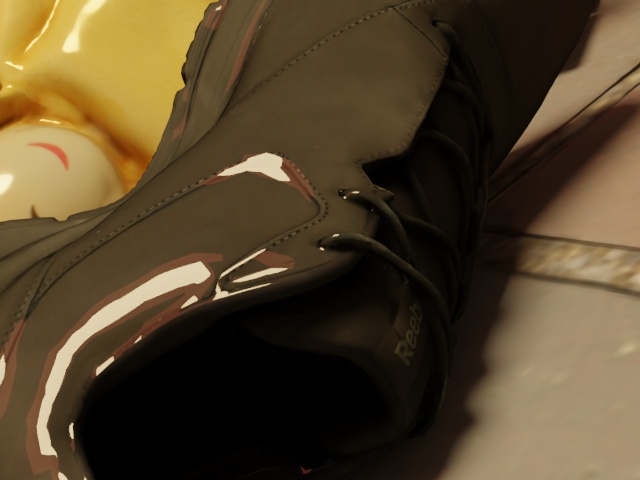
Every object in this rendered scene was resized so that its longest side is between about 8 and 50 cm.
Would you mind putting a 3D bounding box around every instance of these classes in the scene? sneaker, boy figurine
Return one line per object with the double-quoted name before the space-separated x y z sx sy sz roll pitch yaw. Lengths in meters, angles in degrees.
"sneaker" 0.000 0.000 0.464 0.130 0.109 0.286 13 53 49
"boy figurine" -0.044 -0.078 0.572 0.285 0.177 0.092 -49 -2 -23
